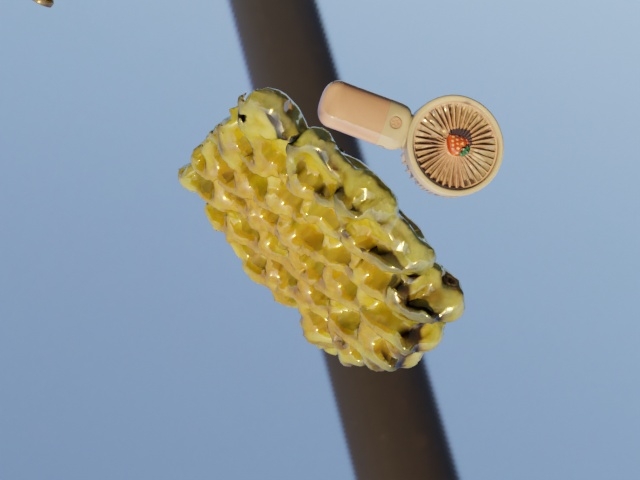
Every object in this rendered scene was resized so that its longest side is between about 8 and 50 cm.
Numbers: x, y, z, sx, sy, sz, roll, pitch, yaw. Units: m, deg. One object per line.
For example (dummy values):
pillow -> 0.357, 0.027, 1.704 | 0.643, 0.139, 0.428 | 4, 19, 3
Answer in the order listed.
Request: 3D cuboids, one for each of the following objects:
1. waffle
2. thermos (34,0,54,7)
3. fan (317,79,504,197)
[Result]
waffle -> 0.002, -0.001, 0.870 | 0.054, 0.223, 0.204 | -39, -88, -24
thermos -> -0.160, -0.255, 0.907 | 0.137, 0.193, 0.105 | 38, -168, 28
fan -> 0.113, -0.137, 1.685 | 0.244, 0.130, 0.074 | 19, 173, -11
